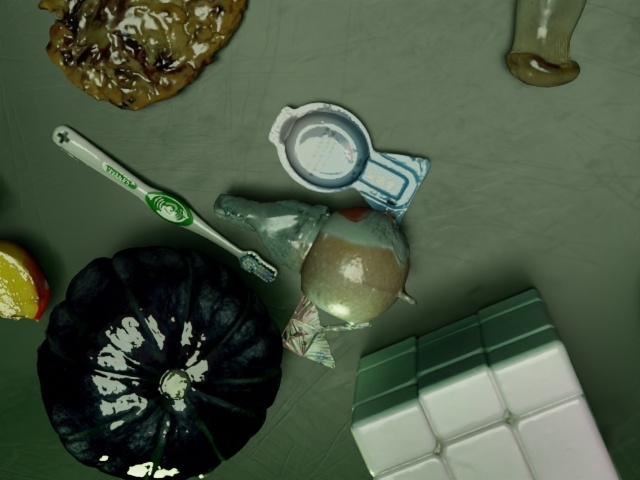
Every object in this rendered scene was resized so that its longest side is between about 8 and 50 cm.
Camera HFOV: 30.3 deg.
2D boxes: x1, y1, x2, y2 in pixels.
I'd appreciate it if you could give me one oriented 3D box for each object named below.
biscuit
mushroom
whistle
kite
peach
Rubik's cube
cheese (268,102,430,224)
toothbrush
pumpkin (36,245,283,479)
[{"bbox_3d":[-0.273,-0.362,1.775,0.289,0.081,0.334,34,100,-3],"label":"biscuit"},{"bbox_3d":[0.331,-0.389,1.713,0.159,0.122,0.329,15,103,39],"label":"mushroom"},{"bbox_3d":[0.000,0.000,1.781,0.348,0.189,0.189,28,102,12],"label":"whistle"},{"bbox_3d":[0.003,0.140,1.880,0.152,0.005,0.137,-18,99,7],"label":"kite"},{"bbox_3d":[-0.490,0.064,1.852,0.151,0.118,0.151,12,107,43],"label":"peach"},{"bbox_3d":[0.248,0.297,1.730,0.316,0.322,0.319,-24,99,7],"label":"Rubik's cube"},{"bbox_3d":[0.037,-0.124,1.805,0.244,0.052,0.135,28,104,-2],"label":"cheese"},{"bbox_3d":[-0.244,-0.056,1.853,0.418,0.040,0.042,34,99,3],"label":"toothbrush"},{"bbox_3d":[-0.241,0.181,1.760,0.363,0.266,0.363,-3,102,-12],"label":"pumpkin"}]
